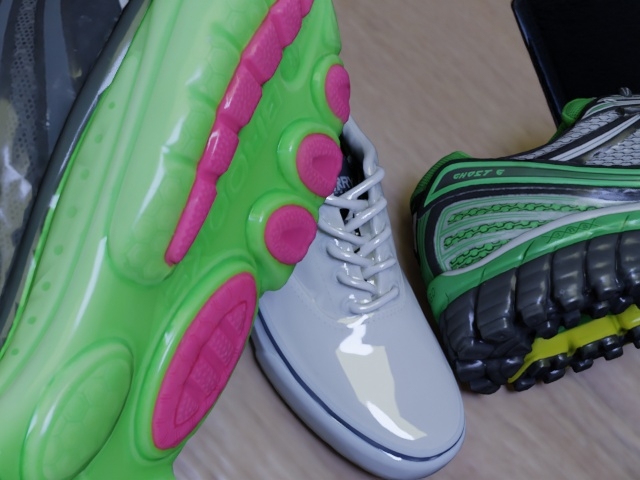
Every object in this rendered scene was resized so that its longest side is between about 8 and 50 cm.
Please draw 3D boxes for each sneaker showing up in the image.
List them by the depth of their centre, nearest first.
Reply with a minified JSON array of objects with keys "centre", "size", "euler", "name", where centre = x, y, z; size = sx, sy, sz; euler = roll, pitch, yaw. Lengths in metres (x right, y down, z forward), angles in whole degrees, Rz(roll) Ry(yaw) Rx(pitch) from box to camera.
[{"centre":[-0.160,0.056,0.426],"size":[0.202,0.185,0.483],"euler":[14,57,30],"name":"sneaker"},{"centre":[0.000,0.000,0.546],"size":[0.094,0.091,0.258],"euler":[-21,71,-31],"name":"sneaker"},{"centre":[0.213,-0.039,0.595],"size":[0.343,0.134,0.146],"euler":[-15,60,-10],"name":"sneaker"}]

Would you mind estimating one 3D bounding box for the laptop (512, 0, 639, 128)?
[{"centre":[0.393,-0.022,0.768],"size":[0.407,0.236,0.382],"euler":[16,52,-48],"name":"laptop"}]
